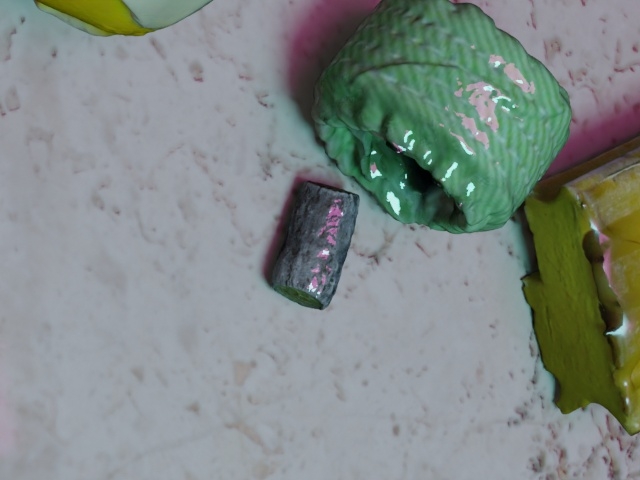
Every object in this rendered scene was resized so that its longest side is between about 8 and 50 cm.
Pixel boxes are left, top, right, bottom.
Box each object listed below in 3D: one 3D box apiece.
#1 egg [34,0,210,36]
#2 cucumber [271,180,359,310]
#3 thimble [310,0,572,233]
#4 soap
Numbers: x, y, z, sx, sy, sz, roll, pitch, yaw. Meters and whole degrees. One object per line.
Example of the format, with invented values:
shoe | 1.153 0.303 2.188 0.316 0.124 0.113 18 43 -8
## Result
egg | -0.168 -0.331 1.399 0.283 0.283 0.345 -38 110 -22
cucumber | -0.001 0.002 1.653 0.064 0.064 0.112 24 79 -30
thimble | 0.102 -0.105 1.623 0.219 0.219 0.150 44 77 -26
soap | 0.342 0.013 1.807 0.281 0.143 0.259 -23 110 -26
